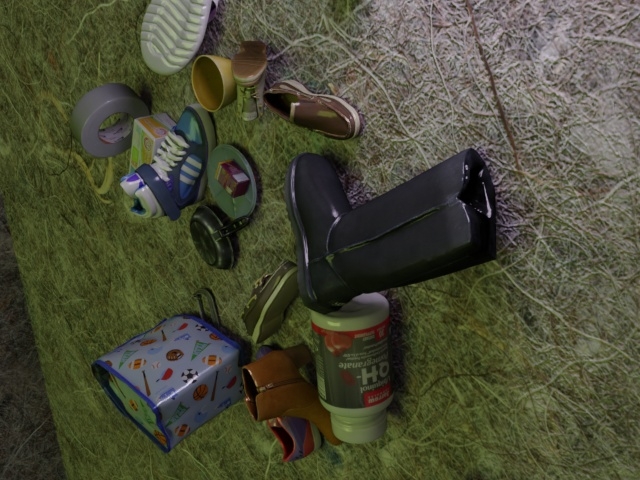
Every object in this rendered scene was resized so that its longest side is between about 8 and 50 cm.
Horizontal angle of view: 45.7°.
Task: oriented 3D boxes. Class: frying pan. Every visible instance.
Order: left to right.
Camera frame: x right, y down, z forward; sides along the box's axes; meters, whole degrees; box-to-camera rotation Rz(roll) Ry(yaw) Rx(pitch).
[{"bbox_3d":[-0.271,0.009,2.074,0.326,0.053,0.197,17,127,53],"label":"frying pan"}]

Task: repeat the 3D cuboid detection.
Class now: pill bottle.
[{"bbox_3d":[0.077,0.286,1.711,0.176,0.176,0.319,15,117,46],"label":"pill bottle"}]

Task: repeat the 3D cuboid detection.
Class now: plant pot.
[{"bbox_3d":[-0.235,-0.387,1.838,0.134,0.095,0.134,25,125,41],"label":"plant pot"}]

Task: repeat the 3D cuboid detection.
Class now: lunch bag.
[{"bbox_3d":[-0.447,0.391,2.246,0.385,0.327,0.239,26,134,38],"label":"lunch bag"}]

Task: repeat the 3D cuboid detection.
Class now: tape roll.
[{"bbox_3d":[-0.608,-0.346,2.195,0.072,0.219,0.219,47,137,25],"label":"tape roll"}]

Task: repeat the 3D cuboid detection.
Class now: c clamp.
[{"bbox_3d":[-0.355,0.218,2.310,0.137,0.022,0.161,11,115,47],"label":"c clamp"}]

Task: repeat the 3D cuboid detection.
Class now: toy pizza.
[{"bbox_3d":[-0.226,-0.154,1.983,0.201,0.032,0.201,23,123,40],"label":"toy pizza"}]

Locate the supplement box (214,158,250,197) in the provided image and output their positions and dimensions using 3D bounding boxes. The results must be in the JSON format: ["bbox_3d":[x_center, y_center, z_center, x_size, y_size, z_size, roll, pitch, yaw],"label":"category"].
[{"bbox_3d":[-0.223,-0.157,1.918,0.083,0.043,0.055,48,136,23],"label":"supplement box"}]

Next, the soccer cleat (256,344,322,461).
[{"bbox_3d":[-0.108,0.436,2.042,0.108,0.116,0.318,-30,83,51],"label":"soccer cleat"}]

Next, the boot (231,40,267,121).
[{"bbox_3d":[-0.160,-0.344,1.719,0.213,0.077,0.165,-89,4,-58],"label":"boot"}]

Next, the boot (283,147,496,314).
[{"bbox_3d":[0.126,-0.079,1.502,0.445,0.146,0.367,-27,67,46],"label":"boot"}]

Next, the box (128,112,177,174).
[{"bbox_3d":[-0.469,-0.245,2.169,0.114,0.103,0.203,43,135,29],"label":"box"}]

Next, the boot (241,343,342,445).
[{"bbox_3d":[-0.077,0.422,1.925,0.104,0.211,0.295,-28,85,52],"label":"boot"}]

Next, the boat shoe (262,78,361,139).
[{"bbox_3d":[-0.028,-0.273,1.645,0.257,0.095,0.095,29,127,39],"label":"boat shoe"}]

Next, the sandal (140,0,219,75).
[{"bbox_3d":[-0.312,-0.587,1.846,0.169,0.102,0.416,37,120,14],"label":"sandal"}]

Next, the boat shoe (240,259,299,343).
[{"bbox_3d":[-0.132,0.145,1.946,0.097,0.116,0.324,49,143,19],"label":"boat shoe"}]

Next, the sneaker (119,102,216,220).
[{"bbox_3d":[-0.416,-0.197,2.021,0.130,0.236,0.323,41,134,30],"label":"sneaker"}]
